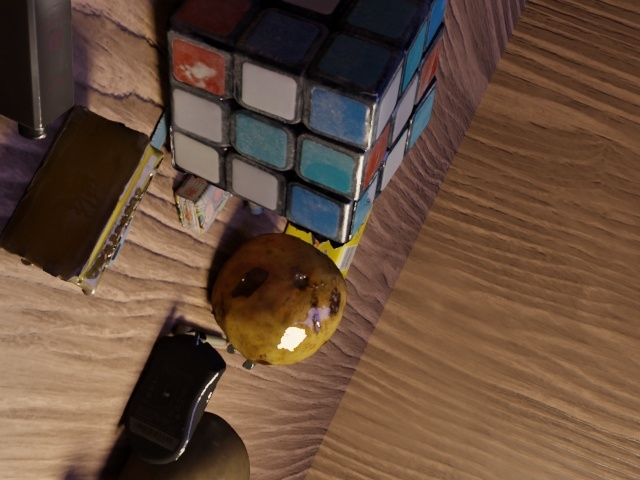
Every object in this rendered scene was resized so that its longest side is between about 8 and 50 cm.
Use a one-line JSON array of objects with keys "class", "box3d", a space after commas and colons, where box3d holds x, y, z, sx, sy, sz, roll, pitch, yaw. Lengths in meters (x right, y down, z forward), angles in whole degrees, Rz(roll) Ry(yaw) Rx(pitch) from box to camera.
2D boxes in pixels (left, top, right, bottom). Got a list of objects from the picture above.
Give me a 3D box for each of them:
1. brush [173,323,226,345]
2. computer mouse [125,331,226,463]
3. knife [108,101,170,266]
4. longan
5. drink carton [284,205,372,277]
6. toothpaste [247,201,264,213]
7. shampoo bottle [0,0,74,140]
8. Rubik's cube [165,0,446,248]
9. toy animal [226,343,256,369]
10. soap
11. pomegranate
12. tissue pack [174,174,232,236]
[{"class": "brush", "box3d": [-0.241, 0.203, 2.299, 0.042, 0.039, 0.299, -66, 164, -2]}, {"class": "computer mouse", "box3d": [-0.279, 0.299, 2.129, 0.264, 0.147, 0.088, -65, 164, 2]}, {"class": "knife", "box3d": [-0.290, -0.103, 1.782, 0.313, 0.019, 0.044, -67, 163, -3]}, {"class": "longan", "box3d": [-0.274, 0.492, 2.227, 0.300, 0.243, 0.300, -22, 125, -35]}, {"class": "drink carton", "box3d": [0.000, 0.000, 2.548, 0.351, 0.155, 0.111, -69, 164, 12]}, {"class": "toothpaste", "box3d": [-0.136, -0.130, 2.176, 0.056, 0.036, 0.205, -53, 155, -31]}, {"class": "shampoo bottle", "box3d": [-0.348, -0.229, 1.318, 0.080, 0.079, 0.246, -48, 156, -44]}, {"class": "Rubik's cube", "box3d": [-0.016, -0.269, 1.771, 0.363, 0.362, 0.359, -57, 162, -33]}, {"class": "toy animal", "box3d": [-0.141, 0.164, 2.480, 0.137, 0.082, 0.269, -32, 139, -66]}, {"class": "soap", "box3d": [-0.328, -0.057, 1.516, 0.233, 0.135, 0.076, -64, 163, -6]}, {"class": "pomegranate", "box3d": [-0.083, 0.120, 2.278, 0.281, 0.281, 0.281, -55, 160, -31]}, {"class": "tissue pack", "box3d": [-0.198, -0.097, 1.982, 0.148, 0.060, 0.108, -57, 160, -29]}]
